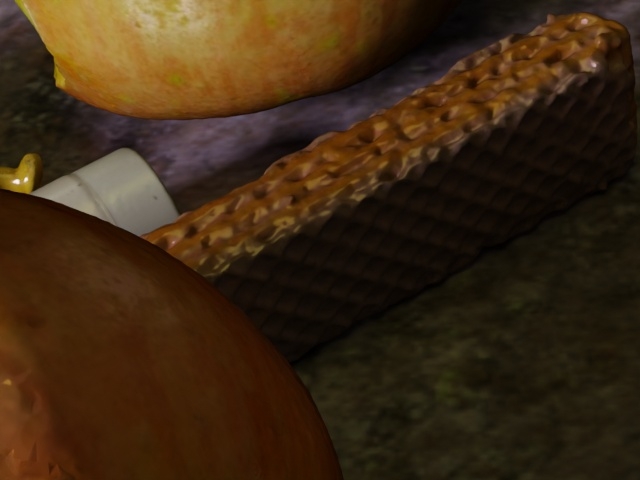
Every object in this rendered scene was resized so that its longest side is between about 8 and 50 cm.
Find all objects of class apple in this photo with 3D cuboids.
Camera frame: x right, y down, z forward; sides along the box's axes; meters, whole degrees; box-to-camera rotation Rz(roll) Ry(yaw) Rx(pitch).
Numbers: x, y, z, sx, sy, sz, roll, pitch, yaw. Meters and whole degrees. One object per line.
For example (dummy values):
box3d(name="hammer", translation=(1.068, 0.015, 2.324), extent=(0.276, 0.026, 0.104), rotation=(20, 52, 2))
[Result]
box3d(name="apple", translation=(-0.054, -0.245, 0.913), extent=(0.339, 0.340, 0.340), rotation=(-5, 45, 5))
box3d(name="apple", translation=(-0.132, 0.116, 0.583), extent=(0.233, 0.286, 0.286), rotation=(31, 57, 29))

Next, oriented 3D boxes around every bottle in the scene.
box3d(name="bottle", translation=(-0.168, 0.027, 0.821), extent=(0.201, 0.072, 0.072), rotation=(-29, 48, -19))

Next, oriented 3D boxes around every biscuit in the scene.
box3d(name="biscuit", translation=(0.000, 0.000, 0.804), extent=(0.378, 0.094, 0.054), rotation=(-28, 47, -18))

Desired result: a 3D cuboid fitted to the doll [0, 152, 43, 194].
box3d(name="doll", translation=(-0.251, -0.020, 0.879), extent=(0.188, 0.096, 0.145), rotation=(29, 68, 5))
